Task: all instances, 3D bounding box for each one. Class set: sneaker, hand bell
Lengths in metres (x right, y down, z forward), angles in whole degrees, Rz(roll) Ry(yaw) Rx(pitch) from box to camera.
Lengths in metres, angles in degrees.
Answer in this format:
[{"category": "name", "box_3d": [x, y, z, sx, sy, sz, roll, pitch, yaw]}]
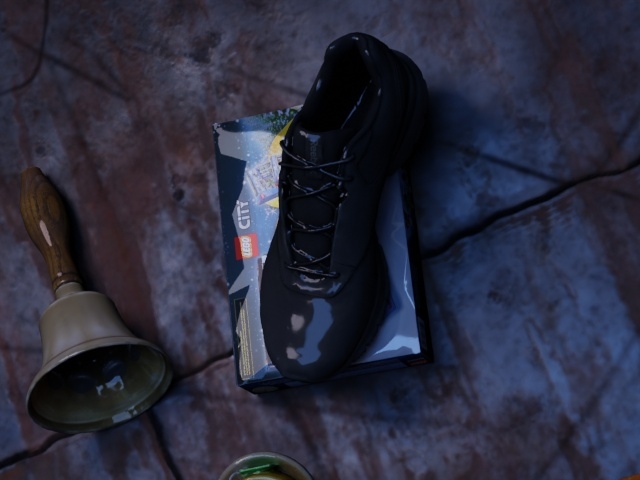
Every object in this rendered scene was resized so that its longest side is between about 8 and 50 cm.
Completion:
[{"category": "sneaker", "box_3d": [0.003, -0.031, 1.507, 0.109, 0.130, 0.286, 7, 79, 18]}, {"category": "hand bell", "box_3d": [-0.222, 0.033, 1.650, 0.126, 0.126, 0.242, -31, 55, 10]}]

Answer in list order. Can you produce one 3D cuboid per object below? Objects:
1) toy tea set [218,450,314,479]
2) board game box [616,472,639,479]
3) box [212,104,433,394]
[{"category": "toy tea set", "box_3d": [-0.069, 0.283, 1.468, 0.336, 0.124, 0.200, -29, 96, 9]}, {"category": "board game box", "box_3d": [0.293, 0.352, 1.195, 0.356, 0.356, 0.356, -19, 61, 14]}, {"category": "box", "box_3d": [0.000, 0.000, 1.594, 0.159, 0.044, 0.233, -11, 72, 17]}]
